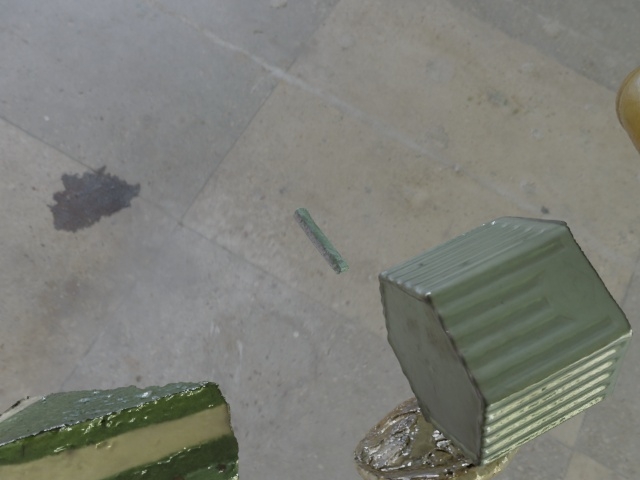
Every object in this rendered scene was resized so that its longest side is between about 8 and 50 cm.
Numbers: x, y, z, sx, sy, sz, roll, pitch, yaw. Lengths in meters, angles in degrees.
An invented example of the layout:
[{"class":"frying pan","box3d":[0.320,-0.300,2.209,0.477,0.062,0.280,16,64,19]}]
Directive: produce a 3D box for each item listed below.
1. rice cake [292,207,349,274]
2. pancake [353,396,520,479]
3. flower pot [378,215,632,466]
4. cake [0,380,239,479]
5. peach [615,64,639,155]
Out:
[{"class":"rice cake","box3d":[0.000,0.000,0.862,0.022,0.022,0.121,-15,62,-49]},{"class":"pancake","box3d":[0.252,0.439,1.270,0.386,0.387,0.082,-18,100,-14]},{"class":"flower pot","box3d":[0.198,0.106,0.665,0.189,0.209,0.239,-24,75,-14]},{"class":"cake","box3d":[-0.254,0.256,0.721,0.283,0.172,0.158,-14,97,-17]},{"class":"peach","box3d":[0.453,-0.115,0.661,0.251,0.153,0.251,22,29,-13]}]
